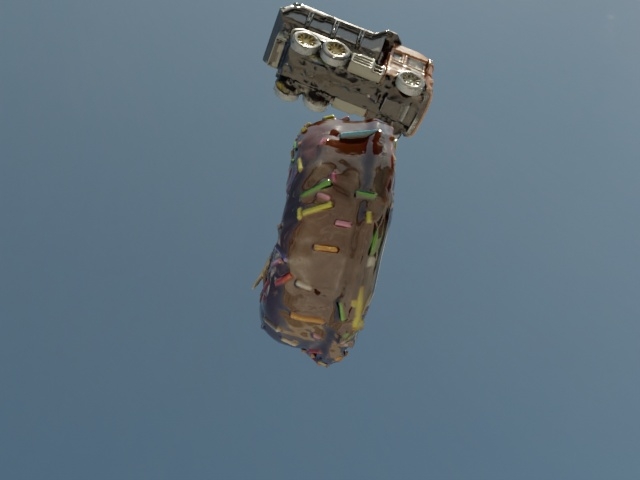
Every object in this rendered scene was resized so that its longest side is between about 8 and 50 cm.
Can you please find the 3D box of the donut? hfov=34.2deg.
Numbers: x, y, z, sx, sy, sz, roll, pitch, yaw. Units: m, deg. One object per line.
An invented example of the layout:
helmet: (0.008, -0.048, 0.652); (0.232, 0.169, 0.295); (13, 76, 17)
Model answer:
donut: (0.001, -0.001, 0.934); (0.096, 0.216, 0.230); (15, -68, -4)

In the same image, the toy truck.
toy truck: (0.032, -0.192, 1.168); (0.192, 0.092, 0.083); (21, -46, -3)
